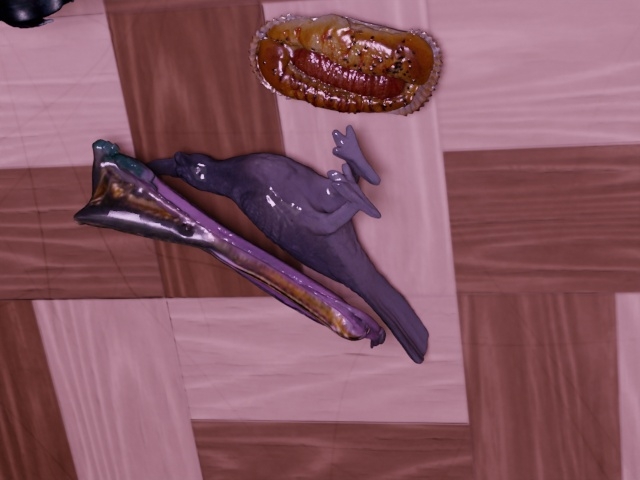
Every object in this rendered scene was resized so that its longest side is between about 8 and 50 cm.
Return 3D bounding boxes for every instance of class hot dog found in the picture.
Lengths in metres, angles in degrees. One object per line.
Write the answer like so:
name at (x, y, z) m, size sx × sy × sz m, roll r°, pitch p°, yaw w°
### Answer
hot dog at (0.023, -0.174, 1.257) m, size 0.192 × 0.053 × 0.099 m, roll 10°, pitch 115°, yaw 6°

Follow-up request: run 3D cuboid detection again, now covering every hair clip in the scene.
hair clip at (-0.092, 0.017, 1.340) m, size 0.358 × 0.096 × 0.110 m, roll 27°, pitch 130°, yaw -1°

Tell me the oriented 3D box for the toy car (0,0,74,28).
toy car at (-0.235, -0.323, 1.161) m, size 0.255 × 0.190 × 0.188 m, roll -23°, pitch 128°, yaw -8°

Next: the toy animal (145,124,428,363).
toy animal at (-0.001, -0.027, 1.315) m, size 0.367 × 0.081 × 0.206 m, roll 34°, pitch 142°, yaw -3°
